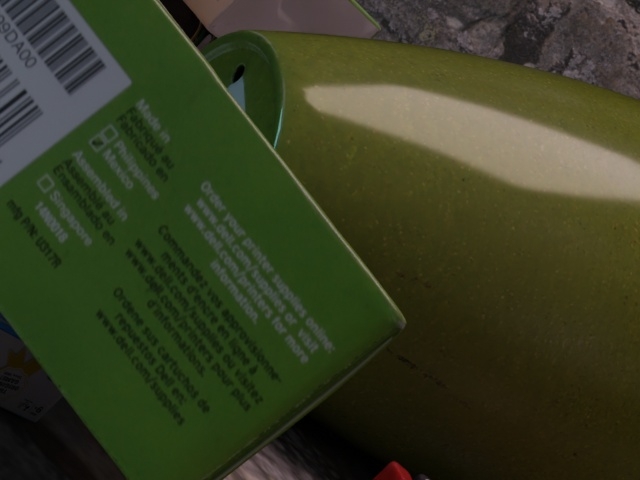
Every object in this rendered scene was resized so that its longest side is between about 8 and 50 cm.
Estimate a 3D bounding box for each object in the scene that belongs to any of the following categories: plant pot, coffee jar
[{"bbox_3d":[0.053,0.004,0.718,0.293,0.275,0.275,22,20,-35],"label":"plant pot"},{"bbox_3d":[-0.158,-0.233,1.392,0.096,0.079,0.184,47,8,8],"label":"coffee jar"}]

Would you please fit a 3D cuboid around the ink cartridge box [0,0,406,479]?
[{"bbox_3d":[-0.062,-0.013,0.505,0.189,0.097,0.255,52,1,4],"label":"ink cartridge box"}]

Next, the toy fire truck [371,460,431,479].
[{"bbox_3d":[0.064,0.167,0.574,0.192,0.047,0.135,42,9,-29],"label":"toy fire truck"}]

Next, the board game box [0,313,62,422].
[{"bbox_3d":[-0.153,-0.008,0.422,0.154,0.026,0.103,38,11,-45],"label":"board game box"}]

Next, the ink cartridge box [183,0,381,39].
[{"bbox_3d":[-0.115,-0.322,1.334,0.353,0.119,0.207,52,11,29],"label":"ink cartridge box"}]
